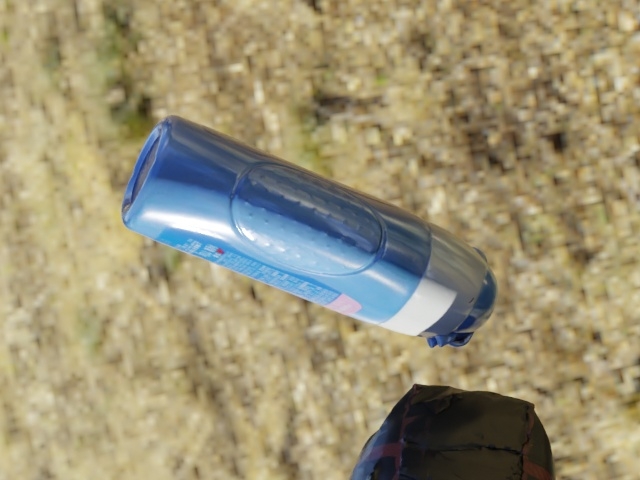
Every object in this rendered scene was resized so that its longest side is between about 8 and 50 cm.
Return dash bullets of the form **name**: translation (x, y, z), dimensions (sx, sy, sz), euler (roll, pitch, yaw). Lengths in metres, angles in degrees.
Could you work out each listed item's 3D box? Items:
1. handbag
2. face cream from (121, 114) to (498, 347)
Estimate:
- **handbag**: translation (0.081, 0.227, 1.247), dimensions (0.169, 0.155, 0.215), euler (97, -175, -48)
- **face cream**: translation (0.000, 0.000, 1.208), dimensions (0.149, 0.264, 0.083), euler (174, 117, -75)
